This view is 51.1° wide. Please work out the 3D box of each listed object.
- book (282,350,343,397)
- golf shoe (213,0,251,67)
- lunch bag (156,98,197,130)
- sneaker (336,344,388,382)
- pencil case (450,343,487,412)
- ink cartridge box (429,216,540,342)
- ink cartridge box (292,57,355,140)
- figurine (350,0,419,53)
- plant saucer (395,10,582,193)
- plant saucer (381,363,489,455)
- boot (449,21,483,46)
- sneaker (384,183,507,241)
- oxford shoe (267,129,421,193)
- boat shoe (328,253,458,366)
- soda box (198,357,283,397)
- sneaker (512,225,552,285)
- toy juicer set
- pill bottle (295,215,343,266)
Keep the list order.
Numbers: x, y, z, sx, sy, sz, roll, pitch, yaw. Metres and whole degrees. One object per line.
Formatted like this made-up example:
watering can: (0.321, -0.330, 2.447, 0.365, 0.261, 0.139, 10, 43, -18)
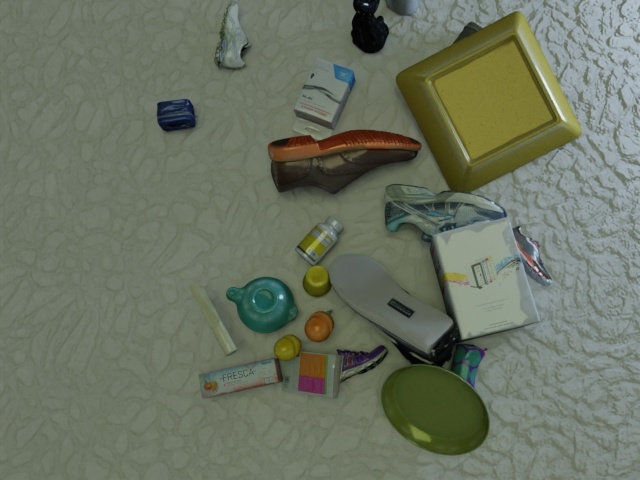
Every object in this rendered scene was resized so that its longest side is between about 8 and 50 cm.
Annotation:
book: (-0.022, 0.300, 1.513, 0.144, 0.035, 0.096, 0, 79, 36)
golf shoe: (-0.218, -0.523, 1.714, 0.086, 0.069, 0.176, 10, 83, -12)
lunch bag: (-0.358, -0.310, 1.678, 0.098, 0.067, 0.065, -7, 79, 4)
sneaker: (0.071, 0.273, 1.523, 0.170, 0.068, 0.071, -22, 72, 3)
pencil case: (0.321, 0.306, 1.487, 0.070, 0.064, 0.152, 9, 81, 24)
ink cartridge box: (0.351, 0.091, 1.469, 0.168, 0.171, 0.233, -14, 78, 4)
ink cartridge box: (0.004, -0.343, 1.646, 0.104, 0.060, 0.180, 22, 83, 9)
figurine: (0.158, -0.581, 1.597, 0.092, 0.209, 0.215, 41, 86, 12)
plant saucer: (0.390, -0.317, 1.541, 0.333, 0.081, 0.333, -27, 90, 7)
plant saucer: (0.248, 0.357, 1.440, 0.241, 0.037, 0.241, 14, 123, 23)
boot: (0.351, -0.407, 1.612, 0.189, 0.076, 0.208, 39, 80, 24)
sneaker: (0.284, -0.052, 1.549, 0.283, 0.110, 0.122, 8, 88, 17)
oxford shoe: (0.061, -0.187, 1.601, 0.363, 0.130, 0.133, -5, 112, -1)
boat shoe: (0.155, 0.172, 1.501, 0.127, 0.158, 0.340, -39, 55, -20)
soda box: (-0.182, 0.317, 1.543, 0.183, 0.063, 0.058, -12, 78, 4)
sneaker: (0.483, 0.030, 1.524, 0.065, 0.061, 0.158, -36, 78, -7)
toy juicer set: (-0.123, 0.182, 1.543, 0.329, 0.089, 0.209, -9, 71, -4)
pill bottle: (0.000, 0.000, 1.580, 0.065, 0.065, 0.116, 42, 86, 12)
